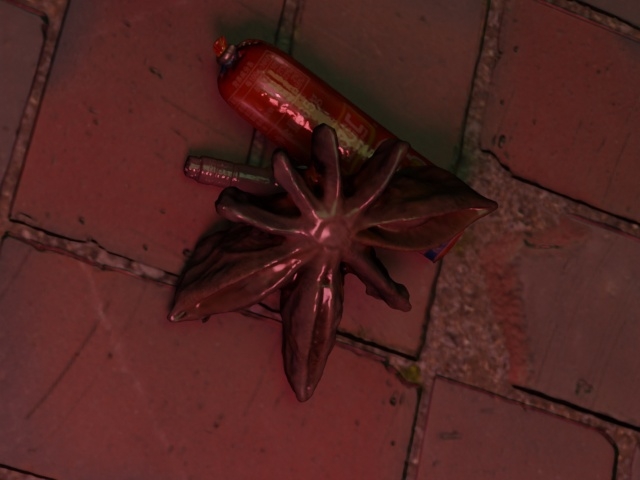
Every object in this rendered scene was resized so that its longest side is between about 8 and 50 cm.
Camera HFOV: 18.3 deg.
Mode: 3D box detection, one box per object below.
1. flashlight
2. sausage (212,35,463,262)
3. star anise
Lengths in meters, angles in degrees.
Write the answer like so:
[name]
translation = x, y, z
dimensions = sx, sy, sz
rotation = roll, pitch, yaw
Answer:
[flashlight]
translation = -0.064, -0.055, 1.716
dimensions = 0.110, 0.052, 0.031
rotation = 12, 33, -14
[sausage]
translation = 0.014, -0.088, 1.739
dimensions = 0.274, 0.074, 0.074
rotation = 37, 63, -8
[star anise]
translation = -0.004, 0.003, 1.657
dimensions = 0.257, 0.110, 0.198
rotation = -46, 115, 5
